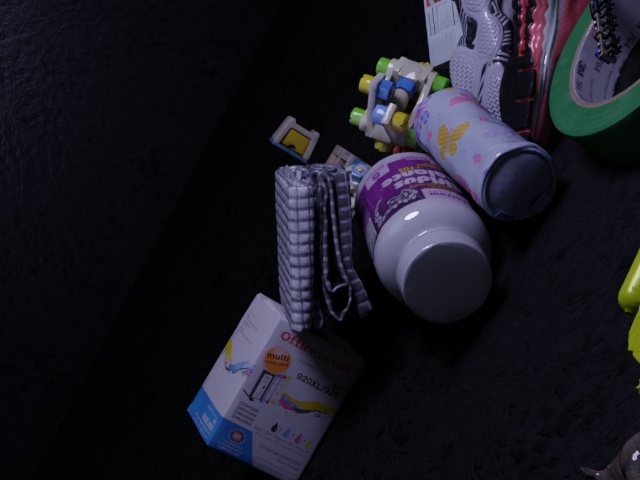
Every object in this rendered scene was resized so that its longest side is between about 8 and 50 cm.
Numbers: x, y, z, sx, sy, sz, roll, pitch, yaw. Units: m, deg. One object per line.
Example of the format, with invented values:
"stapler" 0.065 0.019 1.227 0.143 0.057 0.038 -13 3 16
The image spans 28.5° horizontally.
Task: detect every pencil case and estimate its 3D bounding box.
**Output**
"pencil case" 0.232 -0.127 1.801 0.113 0.124 0.273 -65 28 16

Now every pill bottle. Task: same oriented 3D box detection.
"pill bottle" 0.151 -0.004 1.818 0.169 0.169 0.301 -54 20 15

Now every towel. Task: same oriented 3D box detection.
"towel" 0.000 0.000 1.933 0.284 0.121 0.235 -133 40 -81

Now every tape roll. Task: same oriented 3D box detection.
"tape roll" 0.430 -0.256 1.628 0.321 0.077 0.321 -49 22 27

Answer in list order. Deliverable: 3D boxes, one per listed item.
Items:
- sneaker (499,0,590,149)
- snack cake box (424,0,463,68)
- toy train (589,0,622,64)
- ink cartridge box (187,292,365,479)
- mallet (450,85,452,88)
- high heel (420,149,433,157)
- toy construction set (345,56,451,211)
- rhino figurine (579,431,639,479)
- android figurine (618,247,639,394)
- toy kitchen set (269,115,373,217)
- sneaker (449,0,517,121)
"sneaker" 0.347 -0.271 1.814 0.116 0.136 0.314 -153 69 -75
"snack cake box" 0.249 -0.432 2.121 0.152 0.089 0.264 -15 79 59
"toy train" 0.370 -0.279 1.651 0.036 0.027 0.158 -50 21 36
"ink cartridge box" -0.072 0.235 2.026 0.233 0.171 0.168 -60 19 2
"mallet" 0.253 -0.250 2.129 0.062 0.039 0.190 -56 16 16
"high heel" 0.184 -0.082 2.051 0.082 0.117 0.244 56 144 31
"toy construction set" 0.123 -0.169 2.056 0.215 0.151 0.328 -57 -8 -33
"rhino figurine" 0.325 0.221 1.208 0.243 0.073 0.106 -46 28 39
"android figurine" 0.404 0.042 1.299 0.273 0.056 0.248 -63 19 -13
"toy kitchen set" -0.009 -0.137 2.414 0.122 0.166 0.207 -58 19 4
"sneaker" 0.311 -0.339 1.972 0.137 0.210 0.366 -21 77 62
